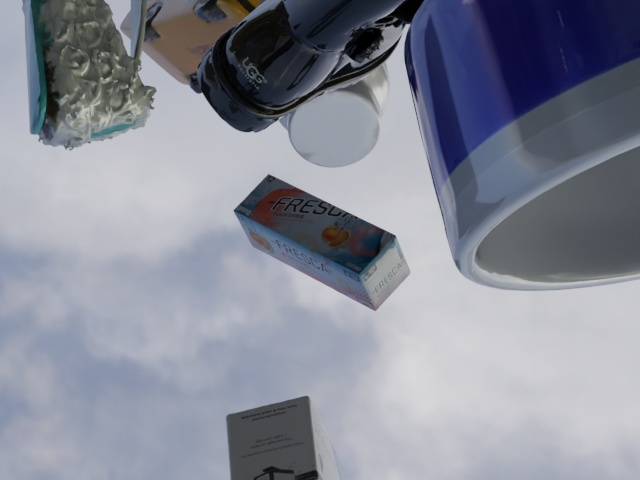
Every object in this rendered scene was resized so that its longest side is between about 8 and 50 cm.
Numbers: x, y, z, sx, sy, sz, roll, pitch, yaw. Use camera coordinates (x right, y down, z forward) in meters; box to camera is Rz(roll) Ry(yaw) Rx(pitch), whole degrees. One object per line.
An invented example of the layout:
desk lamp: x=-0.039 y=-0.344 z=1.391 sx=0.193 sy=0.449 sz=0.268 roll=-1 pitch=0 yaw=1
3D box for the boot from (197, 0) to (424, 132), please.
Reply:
boot: x=0.048 y=-0.179 z=1.020 sx=0.094 sy=0.207 sz=0.246 roll=53 pitch=-140 yaw=-5

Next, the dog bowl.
dog bowl: x=0.173 y=-0.069 z=0.671 sx=0.265 sy=0.265 sz=0.104 roll=-9 pitch=-106 yaw=-17

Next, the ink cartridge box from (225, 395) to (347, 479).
ink cartridge box: x=-0.021 y=0.268 z=1.384 sx=0.086 sy=0.148 sz=0.203 roll=-14 pitch=-133 yaw=6

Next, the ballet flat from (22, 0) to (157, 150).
ballet flat: x=-0.244 y=-0.276 z=1.510 sx=0.147 sy=0.147 sz=0.409 roll=-7 pitch=-107 yaw=-15

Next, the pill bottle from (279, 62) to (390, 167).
pill bottle: x=0.007 y=-0.154 z=1.431 sx=0.112 sy=0.112 sz=0.187 roll=3 pitch=-143 yaw=-6

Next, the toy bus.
toy bus: x=-0.109 y=-0.251 z=1.716 sx=0.108 sy=0.332 sz=0.130 roll=42 pitch=-108 yaw=-22

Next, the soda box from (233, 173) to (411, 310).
soda box: x=0.000 y=0.000 z=1.539 sx=0.183 sy=0.063 sz=0.058 roll=26 pitch=-116 yaw=37
